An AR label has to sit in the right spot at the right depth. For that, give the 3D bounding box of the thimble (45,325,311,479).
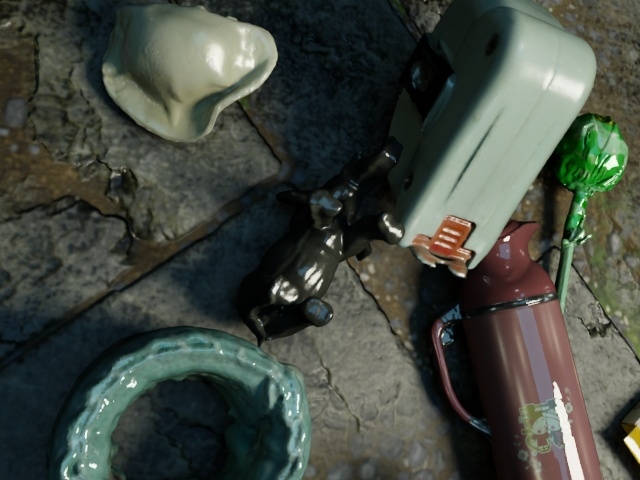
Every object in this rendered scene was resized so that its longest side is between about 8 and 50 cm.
[{"bbox_3d":[-0.119,0.172,0.620,0.235,0.143,0.199,-18,86,-23],"label":"thimble"}]

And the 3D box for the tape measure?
[{"bbox_3d":[0.150,-0.129,0.724,0.125,0.243,0.246,17,32,-18],"label":"tape measure"}]

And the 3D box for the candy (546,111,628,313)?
[{"bbox_3d":[0.304,0.003,0.845,0.097,0.097,0.324,15,83,-16],"label":"candy"}]

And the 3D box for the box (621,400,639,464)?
[{"bbox_3d":[0.474,0.216,0.873,0.247,0.033,0.129,-35,92,-22],"label":"box"}]

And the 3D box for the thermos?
[{"bbox_3d":[0.209,0.140,0.767,0.109,0.136,0.330,-1,77,-55],"label":"thermos"}]

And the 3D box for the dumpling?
[{"bbox_3d":[-0.136,-0.167,0.709,0.169,0.100,0.134,9,90,-15],"label":"dumpling"}]

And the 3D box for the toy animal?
[{"bbox_3d":[-0.003,-0.005,0.695,0.245,0.146,0.114,-44,96,-19],"label":"toy animal"}]
